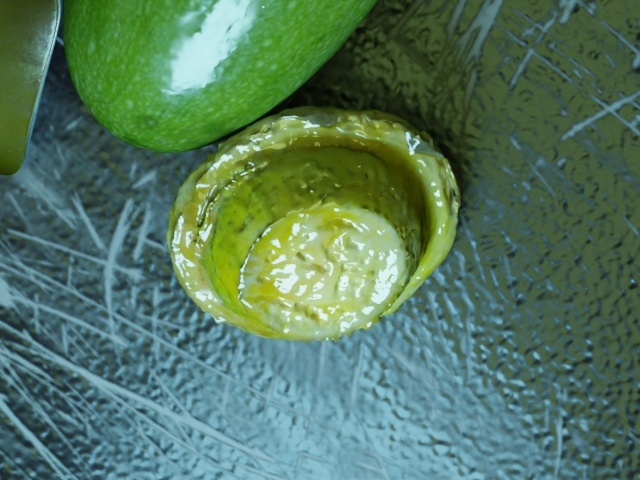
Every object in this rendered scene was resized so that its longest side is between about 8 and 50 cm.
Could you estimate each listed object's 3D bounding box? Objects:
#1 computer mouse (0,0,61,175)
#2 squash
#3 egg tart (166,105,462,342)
[{"bbox_3d":[-0.334,-0.172,1.776,0.158,0.072,0.310,27,140,1],"label":"computer mouse"},{"bbox_3d":[-0.117,-0.217,1.701,0.310,0.310,0.309,31,103,3],"label":"squash"},{"bbox_3d":[0.000,0.000,1.764,0.288,0.118,0.288,-5,125,-8],"label":"egg tart"}]
